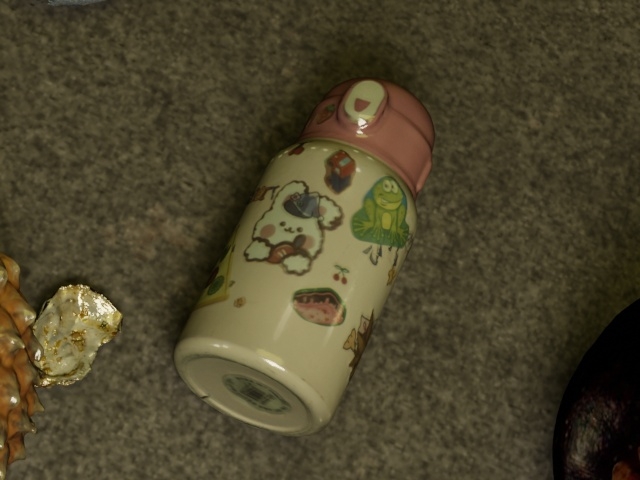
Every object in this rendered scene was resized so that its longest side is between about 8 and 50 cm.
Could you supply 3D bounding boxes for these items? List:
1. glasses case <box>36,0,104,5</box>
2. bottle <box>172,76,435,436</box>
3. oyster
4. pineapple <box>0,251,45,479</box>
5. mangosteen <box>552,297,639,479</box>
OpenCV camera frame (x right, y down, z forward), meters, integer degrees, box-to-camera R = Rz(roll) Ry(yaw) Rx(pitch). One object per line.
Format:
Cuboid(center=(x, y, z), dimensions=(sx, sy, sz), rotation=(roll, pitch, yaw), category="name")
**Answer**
Cuboid(center=(-0.195, -0.303, 1.418), dimensions=(0.109, 0.067, 0.282), rotation=(-6, 72, -16), category="glasses case")
Cuboid(center=(0.000, 0.000, 1.328), dimensions=(0.120, 0.120, 0.253), rotation=(27, 64, -5), category="bottle")
Cuboid(center=(-0.172, 0.068, 1.304), dimensions=(0.054, 0.019, 0.083), rotation=(37, 61, -2), category="oyster")
Cuboid(center=(-0.247, 0.095, 1.197), dimensions=(0.166, 0.166, 0.193), rotation=(6, 74, -15), category="pineapple")
Cuboid(center=(0.305, 0.154, 1.307), dimensions=(0.302, 0.275, 0.275), rotation=(1, 65, -52), category="mangosteen")
